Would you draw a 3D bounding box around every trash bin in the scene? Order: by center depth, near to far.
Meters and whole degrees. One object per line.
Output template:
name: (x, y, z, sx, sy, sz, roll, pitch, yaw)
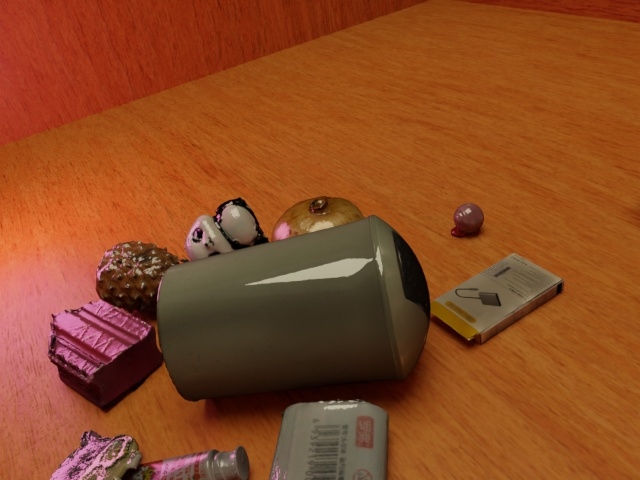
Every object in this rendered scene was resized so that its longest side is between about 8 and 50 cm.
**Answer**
trash bin: (-0.029, 0.122, 0.971, 0.431, 0.281, 0.280, -11, 33, 7)

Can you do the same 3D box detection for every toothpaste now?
toothpaste: (-0.225, 0.368, 0.868, 0.234, 0.057, 0.089, -18, 31, 11)

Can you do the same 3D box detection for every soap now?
soap: (-0.446, 0.208, 1.121, 0.249, 0.099, 0.162, 18, 44, 36)

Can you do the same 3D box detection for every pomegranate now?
pomegranate: (0.000, 0.000, 1.196, 0.215, 0.216, 0.215, -8, 34, 5)

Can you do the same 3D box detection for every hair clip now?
hair clip: (-0.364, 0.375, 0.881, 0.145, 0.056, 0.187, -5, 36, 23)

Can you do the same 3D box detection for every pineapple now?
pineapple: (-0.310, 0.094, 1.217, 0.340, 0.169, 0.169, 7, 38, 17)

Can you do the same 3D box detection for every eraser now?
eraser: (0.008, 0.342, 0.803, 0.173, 0.081, 0.227, -7, 34, 14)

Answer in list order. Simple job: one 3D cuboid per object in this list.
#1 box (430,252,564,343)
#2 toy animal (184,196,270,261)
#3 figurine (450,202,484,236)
box: (0.334, 0.111, 1.088, 0.247, 0.033, 0.129, -26, 37, -20)
toy animal: (-0.221, 0.006, 1.316, 0.179, 0.138, 0.166, -32, 80, -15)
figurine: (0.341, -0.051, 1.290, 0.083, 0.071, 0.067, -32, 39, -30)
